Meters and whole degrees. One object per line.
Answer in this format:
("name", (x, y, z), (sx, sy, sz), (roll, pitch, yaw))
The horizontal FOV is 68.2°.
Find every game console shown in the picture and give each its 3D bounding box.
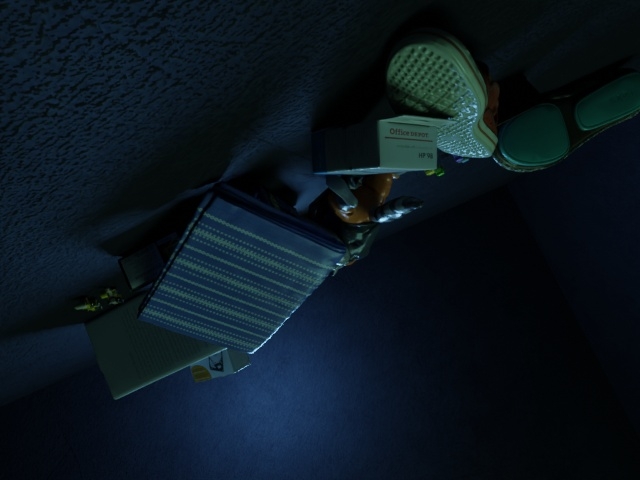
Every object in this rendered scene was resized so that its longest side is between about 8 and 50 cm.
("game console", (0.336, -0.245, 0.885), (0.122, 0.071, 0.107), (-26, 173, 11))

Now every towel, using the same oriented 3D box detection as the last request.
("towel", (-0.142, 0.067, 0.801), (0.243, 0.040, 0.336), (25, 127, -23))

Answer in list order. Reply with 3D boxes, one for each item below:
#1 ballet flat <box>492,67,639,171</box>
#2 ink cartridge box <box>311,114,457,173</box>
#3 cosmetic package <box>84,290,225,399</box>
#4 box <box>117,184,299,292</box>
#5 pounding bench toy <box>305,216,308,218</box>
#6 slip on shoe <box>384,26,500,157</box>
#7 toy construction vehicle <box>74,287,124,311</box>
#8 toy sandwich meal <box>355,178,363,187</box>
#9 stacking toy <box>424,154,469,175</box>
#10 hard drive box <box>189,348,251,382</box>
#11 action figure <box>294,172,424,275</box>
("ballet flat", (0.570, -0.283, 1.160), (0.483, 0.164, 0.182), (-25, -171, -14))
("ink cartridge box", (0.080, -0.121, 0.629), (0.104, 0.060, 0.180), (-5, -173, -35))
("cosmetic package", (-0.388, 0.231, 1.294), (0.453, 0.230, 0.161), (-26, 174, 15))
("box", (-0.194, 0.006, 0.946), (0.293, 0.073, 0.295), (-25, 174, 6))
("pounding bench toy", (-0.046, -0.030, 1.248), (0.065, 0.052, 0.083), (-24, -154, -13))
("slip on shoe", (0.174, -0.197, 0.624), (0.123, 0.101, 0.331), (11, 180, 30))
("toy construction vehicle", (-0.483, 0.129, 1.029), (0.086, 0.035, 0.098), (-14, 170, -1))
("toy sandwich meal", (0.062, -0.114, 1.090), (0.086, 0.029, 0.085), (-25, 173, -3))
("stacking toy", (0.357, -0.227, 1.218), (0.167, 0.052, 0.221), (-26, 175, 25))
("hard drive box", (-0.345, 0.312, 1.497), (0.181, 0.232, 0.089), (-22, 175, 31))
("action figure", (0.039, -0.017, 0.872), (0.341, 0.178, 0.330), (-47, 171, -29))
